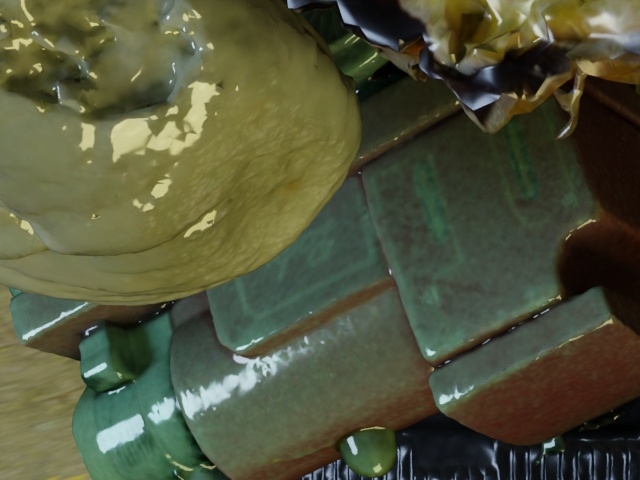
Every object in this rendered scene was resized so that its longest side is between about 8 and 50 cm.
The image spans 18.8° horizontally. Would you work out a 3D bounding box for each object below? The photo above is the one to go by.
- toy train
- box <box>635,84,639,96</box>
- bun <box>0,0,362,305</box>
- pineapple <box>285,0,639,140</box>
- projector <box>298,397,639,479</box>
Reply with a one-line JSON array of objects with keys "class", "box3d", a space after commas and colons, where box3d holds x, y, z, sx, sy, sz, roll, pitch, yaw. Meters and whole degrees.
[{"class": "toy train", "box3d": [0.000, 0.000, 0.800, 0.304, 0.222, 0.150, -28, 155, 25]}, {"class": "box", "box3d": [0.268, -0.086, 0.900, 0.240, 0.071, 0.159, -11, 123, -12]}, {"class": "bun", "box3d": [-0.099, -0.062, 0.627, 0.134, 0.220, 0.220, -55, 150, 0]}, {"class": "pineapple", "box3d": [0.128, -0.152, 0.610, 0.262, 0.263, 0.271, -30, 164, 27]}, {"class": "projector", "box3d": [0.216, 0.148, 1.076, 0.405, 0.242, 0.395, 6, 174, -40]}]
